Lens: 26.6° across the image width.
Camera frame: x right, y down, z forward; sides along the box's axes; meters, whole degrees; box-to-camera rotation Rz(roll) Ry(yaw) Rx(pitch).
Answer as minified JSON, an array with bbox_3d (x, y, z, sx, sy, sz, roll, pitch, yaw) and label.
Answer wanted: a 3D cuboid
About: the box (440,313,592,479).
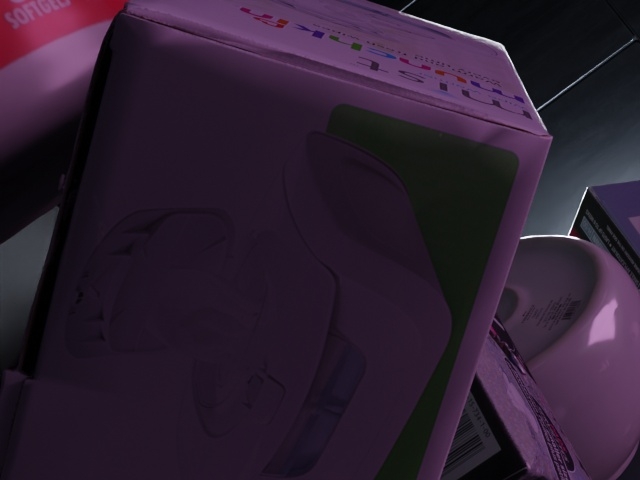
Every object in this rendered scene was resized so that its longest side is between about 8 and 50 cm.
[{"bbox_3d":[0.049,0.108,0.857,0.142,0.163,0.247,38,20,-48],"label":"box"}]

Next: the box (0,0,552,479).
[{"bbox_3d":[-0.026,0.047,0.478,0.126,0.262,0.231,17,14,-1],"label":"box"}]

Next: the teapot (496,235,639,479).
[{"bbox_3d":[0.161,0.127,1.056,0.187,0.256,0.252,59,0,-23],"label":"teapot"}]

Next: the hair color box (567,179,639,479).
[{"bbox_3d":[0.291,0.139,1.303,0.374,0.113,0.185,102,-28,-43],"label":"hair color box"}]

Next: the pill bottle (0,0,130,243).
[{"bbox_3d":[-0.213,-0.140,0.521,0.318,0.176,0.176,54,12,0],"label":"pill bottle"}]
